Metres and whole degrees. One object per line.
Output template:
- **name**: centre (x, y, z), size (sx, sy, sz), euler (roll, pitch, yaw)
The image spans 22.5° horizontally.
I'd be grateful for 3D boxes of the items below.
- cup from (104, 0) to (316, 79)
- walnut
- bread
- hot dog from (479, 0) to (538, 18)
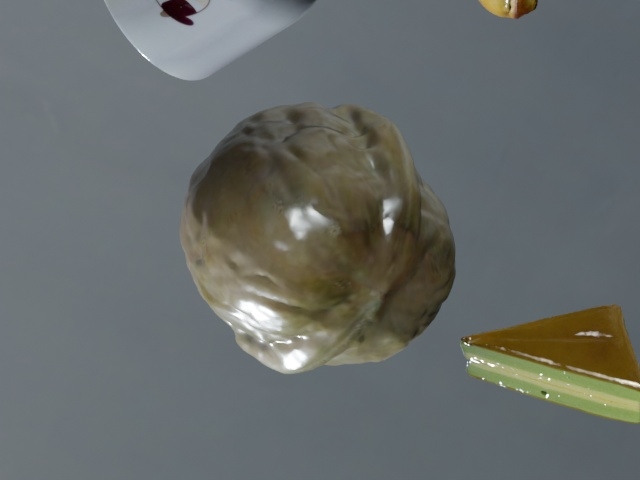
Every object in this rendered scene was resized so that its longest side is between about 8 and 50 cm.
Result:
- **cup**: centre (-0.069, -0.220, 1.117), size (0.142, 0.173, 0.134), euler (-26, 170, 32)
- **walnut**: centre (-0.002, 0.002, 1.429), size (0.248, 0.248, 0.248), euler (19, 156, 9)
- **bread**: centre (0.194, 0.116, 1.345), size (0.139, 0.084, 0.074), euler (-11, 149, 1)
- **hot dog**: centre (0.173, -0.306, 1.400), size (0.100, 0.135, 0.337), euler (34, 165, 15)
